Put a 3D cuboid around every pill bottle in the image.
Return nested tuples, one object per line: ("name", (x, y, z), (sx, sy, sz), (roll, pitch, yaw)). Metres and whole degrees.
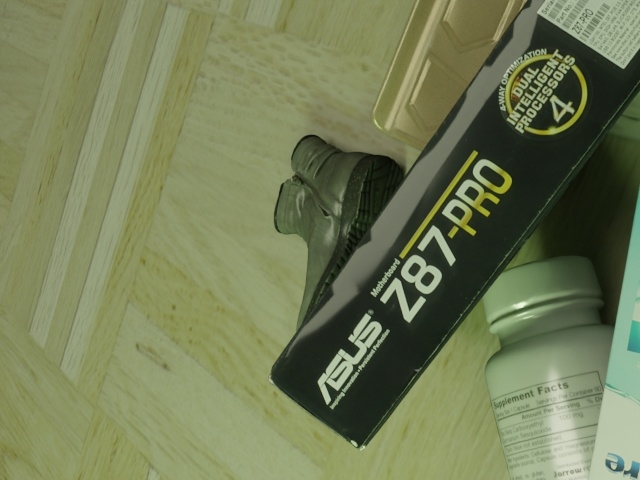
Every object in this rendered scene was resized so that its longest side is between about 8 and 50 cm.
("pill bottle", (0.213, 0.137, 0.702), (0.131, 0.131, 0.229), (-27, 65, 39))

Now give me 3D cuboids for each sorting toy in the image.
("sorting toy", (0.162, -0.132, 0.855), (0.229, 0.041, 0.307), (31, 106, 35))

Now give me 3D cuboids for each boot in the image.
("boot", (0.000, 0.000, 0.985), (0.161, 0.083, 0.246), (18, 89, 50))

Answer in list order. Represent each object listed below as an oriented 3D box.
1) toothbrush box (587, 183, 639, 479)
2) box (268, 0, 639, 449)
("toothbrush box", (0.310, 0.049, 0.560), (0.126, 0.216, 0.295), (9, 92, 46))
("box", (0.142, -0.057, 0.647), (0.097, 0.318, 0.395), (36, 108, 10))
